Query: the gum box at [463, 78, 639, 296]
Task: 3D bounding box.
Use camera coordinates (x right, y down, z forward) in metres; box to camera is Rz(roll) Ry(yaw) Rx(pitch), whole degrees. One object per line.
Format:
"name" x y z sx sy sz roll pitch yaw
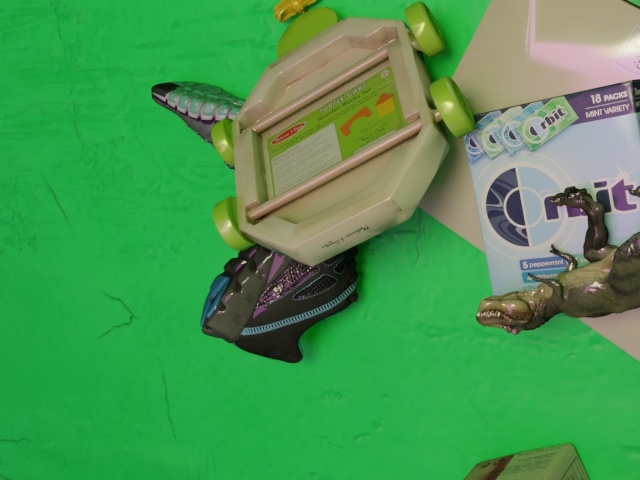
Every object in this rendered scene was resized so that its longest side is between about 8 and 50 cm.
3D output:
"gum box" 0.222 -0.038 0.697 0.157 0.041 0.184 -8 98 36

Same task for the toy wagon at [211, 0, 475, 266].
"toy wagon" 0.009 -0.141 0.794 0.267 0.068 0.344 -26 48 21

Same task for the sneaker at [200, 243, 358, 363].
"sneaker" 0.000 0.000 0.896 0.139 0.125 0.341 31 113 -18

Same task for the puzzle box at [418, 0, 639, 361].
"puzzle box" 0.291 -0.051 0.704 0.409 0.052 0.272 38 120 21

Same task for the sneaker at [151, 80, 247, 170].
"sneaker" -0.128 -0.134 0.958 0.223 0.083 0.098 22 118 28

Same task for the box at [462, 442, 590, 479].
"box" 0.190 0.323 0.752 0.127 0.232 0.149 -25 86 35

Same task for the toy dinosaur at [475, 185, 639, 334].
"toy dinosaur" 0.249 0.013 0.626 0.268 0.064 0.118 -11 101 38
